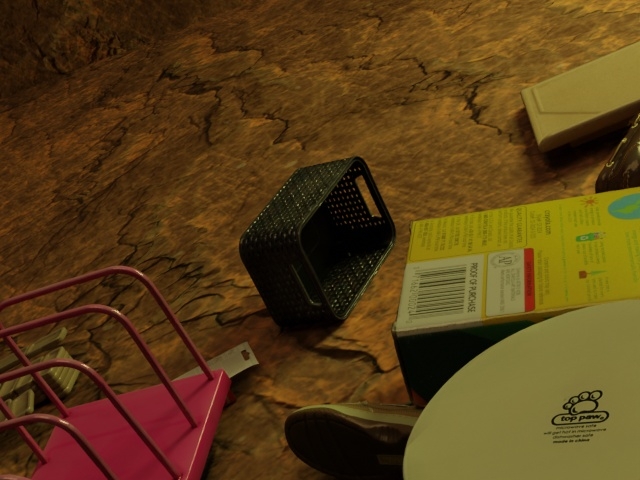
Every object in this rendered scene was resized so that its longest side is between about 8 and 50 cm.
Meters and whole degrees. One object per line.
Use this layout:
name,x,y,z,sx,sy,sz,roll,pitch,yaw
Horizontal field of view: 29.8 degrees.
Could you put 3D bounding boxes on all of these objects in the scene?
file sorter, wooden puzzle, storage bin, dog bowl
file sorter,-0.240,0.186,1.097,0.202,0.182,0.290,-17,31,22
wooden puzzle,0.361,-0.181,1.463,0.221,0.044,0.238,-22,19,13
storage bin,0.000,0.000,1.349,0.084,0.122,0.180,-10,28,33
dog bowl,0.195,0.158,0.835,0.265,0.104,0.265,-22,24,10

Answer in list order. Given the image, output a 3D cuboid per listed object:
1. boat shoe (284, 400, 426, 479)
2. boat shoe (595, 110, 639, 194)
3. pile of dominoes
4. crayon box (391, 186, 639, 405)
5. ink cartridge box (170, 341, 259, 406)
boat shoe,0.060,0.166,1.027,0.190,0.068,0.072,4,24,34
boat shoe,0.352,-0.110,1.272,0.073,0.073,0.207,-1,34,40
pile of dominoes,-0.410,0.213,1.474,0.251,0.040,0.196,-28,22,19
crayon box,0.232,0.038,1.035,0.318,0.081,0.202,-9,26,14
ink cartridge box,-0.116,0.154,1.267,0.115,0.029,0.063,-28,23,-5
